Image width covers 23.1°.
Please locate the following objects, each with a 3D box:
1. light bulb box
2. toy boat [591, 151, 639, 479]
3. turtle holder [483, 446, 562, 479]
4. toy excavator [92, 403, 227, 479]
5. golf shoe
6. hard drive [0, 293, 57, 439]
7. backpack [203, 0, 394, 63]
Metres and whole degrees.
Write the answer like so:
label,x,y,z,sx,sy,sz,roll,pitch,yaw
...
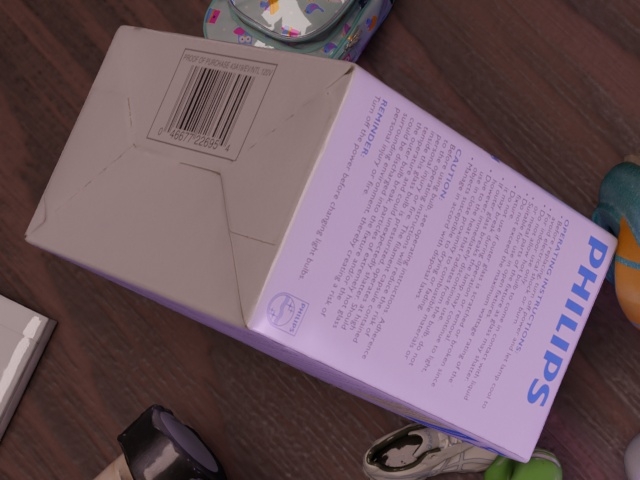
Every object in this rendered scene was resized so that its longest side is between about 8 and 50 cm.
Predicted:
label,x,y,z,sx,sy,sz,roll,pitch,yaw
light bulb box,0.000,0.000,1.394,0.358,0.361,0.225,18,82,49
toy boat,0.327,0.083,1.443,0.148,0.267,0.318,-16,106,-1
turtle holder,0.150,0.345,1.412,0.243,0.227,0.320,-13,63,-11
toy excavator,-0.048,0.424,1.474,0.222,0.445,0.433,-45,31,3
golf shoe,0.124,0.199,1.532,0.176,0.086,0.069,-23,73,7
hard drive,-0.440,0.184,1.697,0.203,0.040,0.308,24,85,17
backpack,-0.028,-0.238,1.628,0.165,0.144,0.188,30,90,12
